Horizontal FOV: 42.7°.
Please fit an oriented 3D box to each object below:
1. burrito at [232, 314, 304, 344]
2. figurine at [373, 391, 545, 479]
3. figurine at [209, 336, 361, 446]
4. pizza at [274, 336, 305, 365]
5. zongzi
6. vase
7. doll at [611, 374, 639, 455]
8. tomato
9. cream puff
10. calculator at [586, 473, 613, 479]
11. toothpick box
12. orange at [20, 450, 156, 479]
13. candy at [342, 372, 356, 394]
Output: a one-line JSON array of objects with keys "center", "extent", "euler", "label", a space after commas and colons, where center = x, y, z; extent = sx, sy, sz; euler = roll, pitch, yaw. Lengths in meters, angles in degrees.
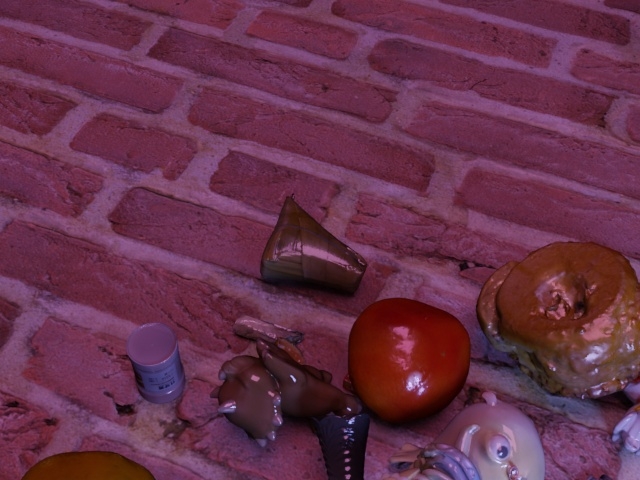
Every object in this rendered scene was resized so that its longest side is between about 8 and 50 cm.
[{"center": [-0.111, 0.192, 1.709], "extent": [0.149, 0.041, 0.055], "euler": [16, 38, 11], "label": "burrito"}, {"center": [0.199, 0.414, 1.417], "extent": [0.394, 0.226, 0.274], "euler": [-19, 10, -40], "label": "figurine"}, {"center": [-0.084, 0.304, 1.547], "extent": [0.173, 0.247, 0.177], "euler": [-58, 39, 1], "label": "figurine"}, {"center": [-0.077, 0.242, 1.666], "extent": [0.083, 0.025, 0.078], "euler": [49, 68, -19], "label": "pizza"}, {"center": [0.000, 0.000, 1.841], "extent": [0.228, 0.115, 0.256], "euler": [12, 41, 3], "label": "zongzi"}, {"center": [0.045, 0.425, 1.434], "extent": [0.115, 0.115, 0.237], "euler": [-3, 79, -4], "label": "vase"}, {"center": [0.681, 0.281, 1.635], "extent": [0.188, 0.099, 0.384], "euler": [29, 52, 20], "label": "doll"}, {"center": [0.176, 0.227, 1.572], "extent": [0.260, 0.180, 0.259], "euler": [9, 73, -29], "label": "tomato"}, {"center": [0.494, 0.167, 1.625], "extent": [0.343, 0.231, 0.327], "euler": [-11, 43, 25], "label": "cream puff"}, {"center": [0.477, 0.549, 1.443], "extent": [0.274, 0.028, 0.166], "euler": [-37, 60, -27], "label": "calculator"}, {"center": [-0.318, 0.240, 1.594], "extent": [0.098, 0.149, 0.098], "euler": [1, 50, -1], "label": "toothpick box"}, {"center": [-0.385, 0.473, 1.334], "extent": [0.279, 0.279, 0.235], "euler": [-13, 23, -12], "label": "orange"}, {"center": [0.102, 0.261, 1.661], "extent": [0.062, 0.038, 0.122], "euler": [29, 55, 20], "label": "candy"}]
